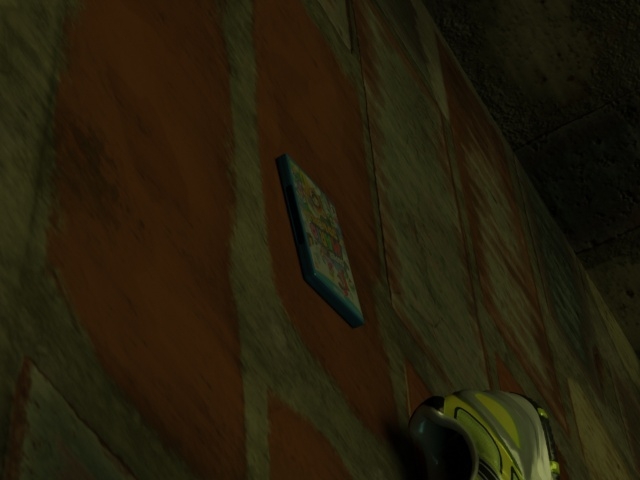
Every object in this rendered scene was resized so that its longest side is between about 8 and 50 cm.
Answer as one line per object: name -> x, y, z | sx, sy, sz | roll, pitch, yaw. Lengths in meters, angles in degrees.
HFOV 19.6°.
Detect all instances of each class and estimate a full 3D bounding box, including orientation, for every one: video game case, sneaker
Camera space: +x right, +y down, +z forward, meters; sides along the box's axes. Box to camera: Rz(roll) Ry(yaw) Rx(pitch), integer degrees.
video game case -> 0.000, 0.000, 1.984 | 0.119, 0.015, 0.166 | 47, 24, -50
sneaker -> 0.172, 0.331, 1.882 | 0.147, 0.145, 0.385 | 11, 51, -33
